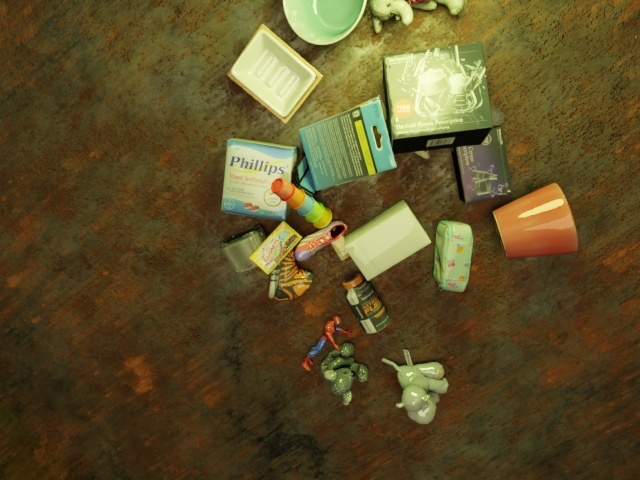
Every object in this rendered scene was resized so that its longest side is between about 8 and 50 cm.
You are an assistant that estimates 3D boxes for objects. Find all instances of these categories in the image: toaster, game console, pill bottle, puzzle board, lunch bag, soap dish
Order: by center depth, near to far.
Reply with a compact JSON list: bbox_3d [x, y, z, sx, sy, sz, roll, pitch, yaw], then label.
[{"bbox_3d":[-0.171,-0.626,1.715,0.291,0.118,0.229,39,105,-6],"label":"soap dish"},{"bbox_3d":[0.194,-0.499,1.774,0.128,0.011,0.096,-24,101,10],"label":"puzzle board"},{"bbox_3d":[-0.043,-0.268,1.780,0.085,0.144,0.124,11,139,17],"label":"game console"},{"bbox_3d":[0.516,0.062,1.794,0.108,0.224,0.278,4,100,0],"label":"lunch bag"},{"bbox_3d":[-0.314,0.040,1.897,0.227,0.129,0.146,-21,105,23],"label":"toaster"},{"bbox_3d":[0.187,0.262,1.919,0.131,0.130,0.245,-28,101,11],"label":"pill bottle"}]

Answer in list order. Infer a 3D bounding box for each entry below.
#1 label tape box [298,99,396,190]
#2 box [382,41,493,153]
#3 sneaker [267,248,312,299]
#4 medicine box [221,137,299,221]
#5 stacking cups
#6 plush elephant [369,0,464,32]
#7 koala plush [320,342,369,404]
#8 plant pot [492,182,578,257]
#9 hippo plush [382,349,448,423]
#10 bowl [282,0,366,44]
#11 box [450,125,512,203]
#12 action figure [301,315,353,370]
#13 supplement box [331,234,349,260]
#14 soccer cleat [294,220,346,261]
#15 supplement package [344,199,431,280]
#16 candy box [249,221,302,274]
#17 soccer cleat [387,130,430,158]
[{"bbox_3d":[0.113,-0.351,1.694,0.348,0.115,0.248,-12,98,31],"label":"label tape box"},{"bbox_3d":[0.406,-0.501,1.617,0.344,0.179,0.312,-6,82,6],"label":"box"},{"bbox_3d":[-0.118,0.100,1.920,0.180,0.124,0.320,7,103,-11],"label":"sneaker"},{"bbox_3d":[-0.241,-0.247,1.808,0.264,0.149,0.288,9,107,2],"label":"medicine box"},{"bbox_3d":[-0.076,-0.153,1.754,0.096,0.096,0.316,-39,140,13],"label":"stacking cups"},{"bbox_3d":[0.285,-0.852,1.547,0.330,0.272,0.255,38,92,23],"label":"plush elephant"},{"bbox_3d":[0.088,0.600,1.971,0.204,0.221,0.196,-29,101,12],"label":"koala plush"},{"bbox_3d":[0.809,-0.054,1.726,0.244,0.275,0.274,-17,103,18],"label":"plant pot"},{"bbox_3d":[0.439,0.643,1.945,0.235,0.236,0.294,-26,101,11],"label":"hippo plush"},{"bbox_3d":[0.039,-0.852,1.589,0.312,0.163,0.311,7,110,21],"label":"bowl"},{"bbox_3d":[0.620,-0.294,1.748,0.185,0.103,0.260,-14,103,6],"label":"box"},{"bbox_3d":[0.041,0.468,2.009,0.139,0.091,0.280,28,107,4],"label":"action figure"},{"bbox_3d":[0.092,0.027,1.911,0.062,0.036,0.098,-31,101,13],"label":"supplement box"},{"bbox_3d":[0.000,0.000,1.845,0.248,0.095,0.083,-35,101,-11],"label":"soccer cleat"},{"bbox_3d":[0.265,-0.004,1.815,0.293,0.177,0.175,-33,100,13],"label":"supplement package"},{"bbox_3d":[-0.181,0.028,1.815,0.105,0.027,0.206,42,87,-5],"label":"candy box"},{"bbox_3d":[0.348,-0.385,1.769,0.196,0.068,0.076,42,124,-8],"label":"soccer cleat"}]
